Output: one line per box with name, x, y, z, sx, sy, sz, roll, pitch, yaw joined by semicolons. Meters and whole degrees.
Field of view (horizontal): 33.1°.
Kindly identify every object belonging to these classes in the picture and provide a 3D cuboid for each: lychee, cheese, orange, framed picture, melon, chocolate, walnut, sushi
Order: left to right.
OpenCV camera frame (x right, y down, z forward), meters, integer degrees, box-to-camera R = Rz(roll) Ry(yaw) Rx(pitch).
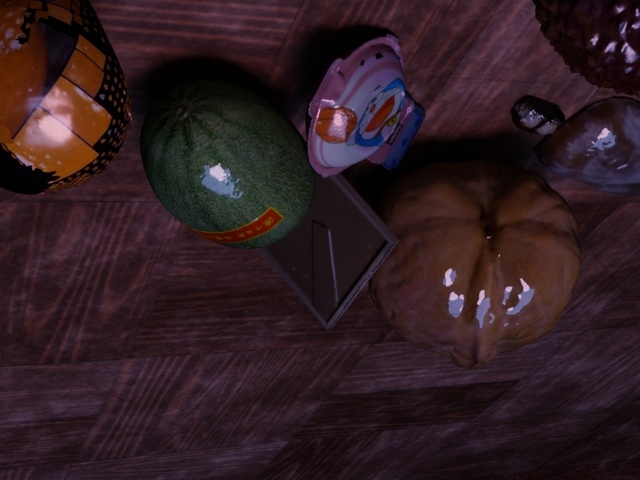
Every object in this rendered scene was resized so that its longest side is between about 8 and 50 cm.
orange;-0.278;-0.155;1.012;0.182;0.234;0.234;-23;157;-25
melon;-0.102;-0.084;1.290;0.182;0.182;0.287;-25;151;17
framed picture;0.000;0.000;1.510;0.016;0.184;0.250;-31;163;-36
cheese;0.060;-0.155;1.323;0.189;0.074;0.286;-58;154;5
walnut;0.213;0.033;1.556;0.306;0.306;0.344;-11;156;-9
sushi;0.300;-0.165;1.490;0.083;0.044;0.046;13;140;-39
chocolate;0.455;-0.121;1.609;0.254;0.080;0.157;12;142;-41
lychee;0.356;-0.282;1.127;0.271;0.271;0.271;-12;152;-7
